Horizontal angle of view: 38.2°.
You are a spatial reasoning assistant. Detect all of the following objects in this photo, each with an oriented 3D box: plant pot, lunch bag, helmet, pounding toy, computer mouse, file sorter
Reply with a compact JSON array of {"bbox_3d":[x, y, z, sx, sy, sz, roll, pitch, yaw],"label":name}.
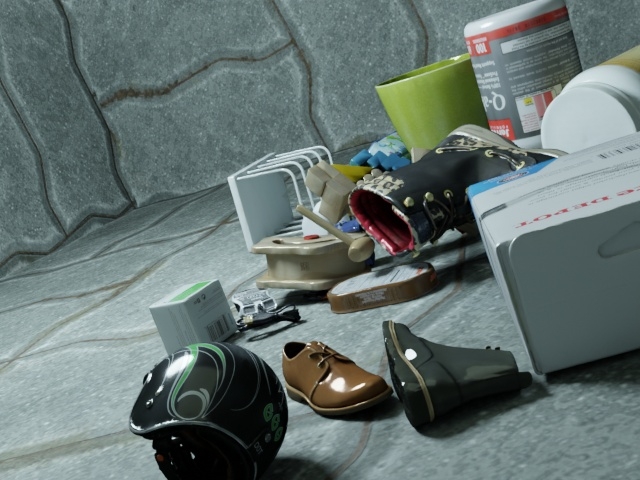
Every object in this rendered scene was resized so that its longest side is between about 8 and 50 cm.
[{"bbox_3d":[0.297,-0.252,2.094,0.274,0.293,0.275,-18,11,3],"label":"plant pot"},{"bbox_3d":[0.165,-0.162,2.214,0.090,0.176,0.219,28,28,17],"label":"lunch bag"},{"bbox_3d":[-0.118,0.188,1.001,0.169,0.169,0.161,-15,28,17],"label":"helmet"},{"bbox_3d":[0.000,0.000,1.650,0.269,0.155,0.154,0,12,35],"label":"pounding toy"},{"bbox_3d":[-0.105,0.122,1.602,0.106,0.042,0.193,-16,12,-11],"label":"computer mouse"},{"bbox_3d":[-0.079,-0.114,2.319,0.173,0.193,0.277,-10,14,23],"label":"file sorter"},{"bbox_3d":[0.057,0.007,1.743,0.065,0.098,0.067,-19,16,14],"label":"lunch bag"}]

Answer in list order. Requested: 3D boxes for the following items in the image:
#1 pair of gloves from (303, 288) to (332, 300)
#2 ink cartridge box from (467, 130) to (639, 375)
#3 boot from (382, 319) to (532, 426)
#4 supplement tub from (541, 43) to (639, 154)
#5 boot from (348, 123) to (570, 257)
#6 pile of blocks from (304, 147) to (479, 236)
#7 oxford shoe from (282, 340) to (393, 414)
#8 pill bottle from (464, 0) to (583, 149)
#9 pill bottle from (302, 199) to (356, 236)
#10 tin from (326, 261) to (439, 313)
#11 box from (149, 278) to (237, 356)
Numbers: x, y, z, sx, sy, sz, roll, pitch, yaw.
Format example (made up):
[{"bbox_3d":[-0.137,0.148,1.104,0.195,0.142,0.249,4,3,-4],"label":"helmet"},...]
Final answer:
[{"bbox_3d":[0.013,0.089,1.647,0.074,0.010,0.083,-5,18,42],"label":"pair of gloves"},{"bbox_3d":[0.353,-0.006,1.148,0.285,0.166,0.395,-17,10,9],"label":"ink cartridge box"},{"bbox_3d":[0.149,0.139,1.062,0.137,0.077,0.198,-14,24,-2],"label":"boot"},{"bbox_3d":[0.575,-0.230,1.712,0.316,0.228,0.228,-28,14,-38],"label":"supplement tub"},{"bbox_3d":[0.251,-0.060,1.505,0.284,0.138,0.377,-26,38,-24],"label":"boot"},{"bbox_3d":[0.147,-0.085,1.710,0.362,0.113,0.149,9,53,-7],"label":"pile of blocks"},{"bbox_3d":[0.009,0.164,1.136,0.076,0.076,0.212,-24,14,-31],"label":"oxford shoe"},{"bbox_3d":[0.439,-0.297,1.898,0.210,0.363,0.210,-17,11,4],"label":"pill bottle"},{"bbox_3d":[0.047,-0.054,2.038,0.103,0.103,0.184,-7,16,45],"label":"pill bottle"},{"bbox_3d":[0.099,0.076,1.510,0.189,0.040,0.106,-13,17,24],"label":"tin"},{"bbox_3d":[-0.214,0.133,1.571,0.087,0.102,0.101,-13,14,36],"label":"box"}]
